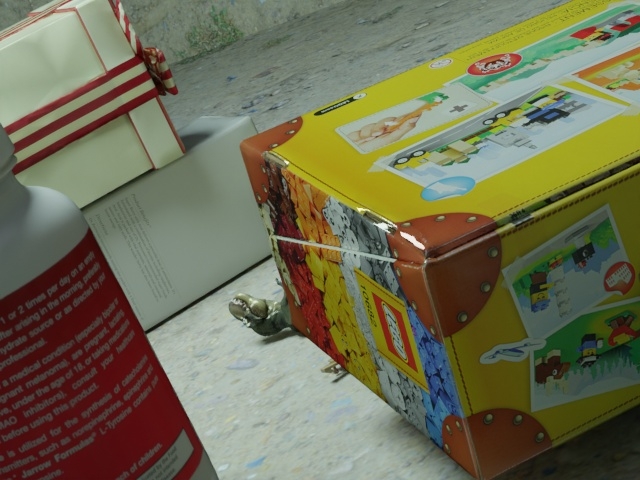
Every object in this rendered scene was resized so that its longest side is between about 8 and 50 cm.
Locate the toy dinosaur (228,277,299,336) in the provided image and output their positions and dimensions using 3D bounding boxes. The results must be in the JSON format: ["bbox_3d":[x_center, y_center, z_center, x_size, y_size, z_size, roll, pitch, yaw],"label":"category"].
[{"bbox_3d":[0.019,0.047,1.736,0.268,0.064,0.118,-3,67,44],"label":"toy dinosaur"}]

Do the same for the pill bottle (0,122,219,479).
[{"bbox_3d":[-0.268,0.102,1.400,0.229,0.408,0.229,-23,17,7],"label":"pill bottle"}]

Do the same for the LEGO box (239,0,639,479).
[{"bbox_3d":[0.238,-0.052,1.351,0.500,0.193,0.372,-24,24,-16],"label":"LEGO box"}]

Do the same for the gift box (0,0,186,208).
[{"bbox_3d":[-0.333,-0.183,2.016,0.258,0.276,0.255,-30,22,-20],"label":"gift box"}]

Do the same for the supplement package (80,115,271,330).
[{"bbox_3d":[-0.204,-0.020,2.104,0.293,0.177,0.175,-31,17,-21],"label":"supplement package"}]

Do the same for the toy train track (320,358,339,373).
[{"bbox_3d":[0.038,0.116,1.618,0.083,0.014,0.048,-26,8,-24],"label":"toy train track"}]
